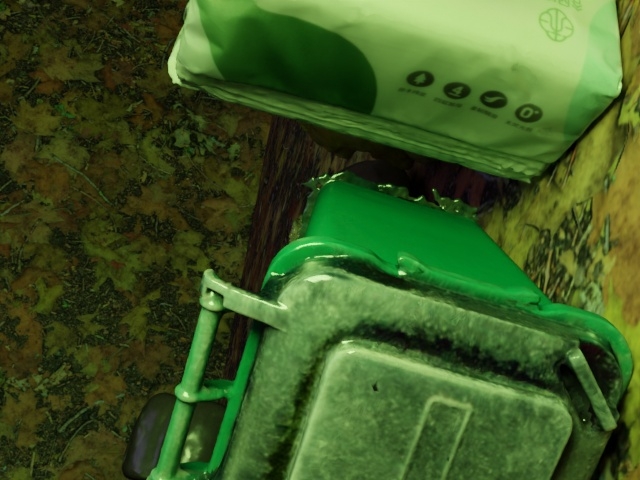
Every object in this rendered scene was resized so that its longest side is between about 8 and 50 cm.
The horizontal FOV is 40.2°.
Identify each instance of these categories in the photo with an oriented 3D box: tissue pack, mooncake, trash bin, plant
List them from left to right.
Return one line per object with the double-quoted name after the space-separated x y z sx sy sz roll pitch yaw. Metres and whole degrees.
-0.188 0.370 1.516 0.306 0.305 0.154 130 155 -67 "mooncake"
0.000 0.000 1.600 0.116 0.121 0.105 -53 -46 -39 "plant"
0.042 0.094 0.732 0.381 0.295 0.259 -91 17 -73 "trash bin"
0.064 -0.230 0.773 0.194 0.356 0.266 120 160 -57 "tissue pack"

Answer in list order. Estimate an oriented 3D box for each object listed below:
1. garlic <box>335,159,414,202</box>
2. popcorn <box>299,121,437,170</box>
0.053 -0.009 1.184 0.196 0.151 0.339 90 -174 -58 "garlic"
0.083 -0.195 1.082 0.212 0.259 0.259 66 -149 -65 "popcorn"
